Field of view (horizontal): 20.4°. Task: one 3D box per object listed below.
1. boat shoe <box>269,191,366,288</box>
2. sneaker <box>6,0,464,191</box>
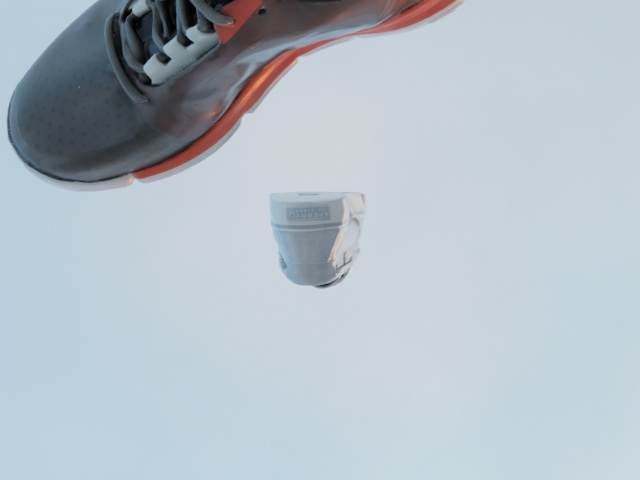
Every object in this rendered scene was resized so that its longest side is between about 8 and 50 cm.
[{"bbox_3d":[0.000,0.000,1.159,0.066,0.184,0.063,-1,-87,-2],"label":"boat shoe"},{"bbox_3d":[-0.031,-0.068,0.497,0.061,0.158,0.065,65,-163,16],"label":"sneaker"}]
